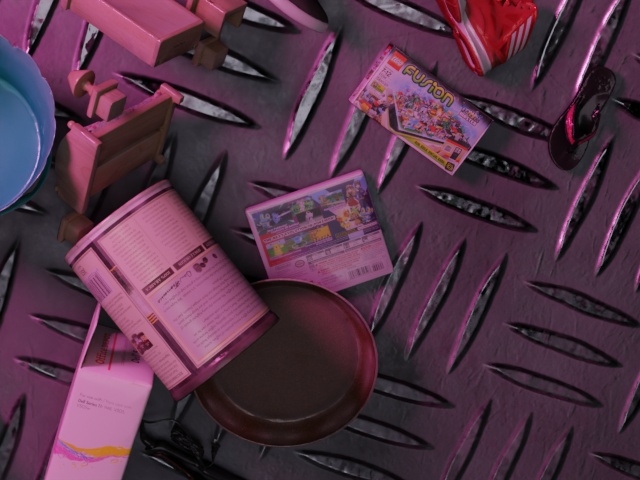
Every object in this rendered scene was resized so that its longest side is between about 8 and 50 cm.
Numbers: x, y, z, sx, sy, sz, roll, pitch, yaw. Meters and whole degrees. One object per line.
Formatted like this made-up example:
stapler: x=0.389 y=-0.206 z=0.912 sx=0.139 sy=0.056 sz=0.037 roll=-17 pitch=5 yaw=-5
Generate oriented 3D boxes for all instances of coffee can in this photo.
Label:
coffee can: x=-0.224 y=0.075 z=1.844 sx=0.201 sy=0.201 sz=0.275 roll=-38 pitch=91 yaw=5

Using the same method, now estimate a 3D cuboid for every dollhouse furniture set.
dollhouse furniture set: x=-0.303 y=-0.219 z=1.831 sx=0.174 sy=0.303 sz=0.355 roll=36 pitch=131 yaw=14

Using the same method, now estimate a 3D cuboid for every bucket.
bucket: x=-0.513 y=-0.156 z=1.741 sx=0.281 sy=0.183 sz=0.281 roll=1 pitch=85 yaw=-15

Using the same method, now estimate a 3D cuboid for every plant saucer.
plant saucer: x=-0.060 y=0.197 z=2.006 sx=0.310 sy=0.050 sz=0.311 roll=0 pitch=111 yaw=0

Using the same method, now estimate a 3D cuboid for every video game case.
video game case: x=0.000 y=0.000 z=1.984 sx=0.201 sy=0.023 sz=0.183 roll=-19 pitch=109 yaw=-1

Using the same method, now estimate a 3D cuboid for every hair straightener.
hair straightener: x=-0.209 y=0.361 z=2.060 sx=0.230 sy=0.047 sz=0.089 roll=39 pitch=98 yaw=-12

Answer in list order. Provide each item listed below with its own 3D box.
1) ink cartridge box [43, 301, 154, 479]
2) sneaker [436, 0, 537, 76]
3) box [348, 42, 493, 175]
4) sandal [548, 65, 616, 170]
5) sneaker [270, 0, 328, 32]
ink cartridge box: x=-0.343 y=0.270 z=1.920 sx=0.119 sy=0.207 sz=0.353 roll=16 pitch=104 yaw=-10
sneaker: x=0.255 y=-0.377 z=1.884 sx=0.128 sy=0.087 sz=0.221 roll=-29 pitch=121 yaw=-7
box: x=0.160 y=-0.208 z=1.935 sx=0.207 sy=0.036 sz=0.114 roll=34 pitch=99 yaw=-16
sandal: x=0.425 y=-0.197 z=1.972 sx=0.067 sy=0.040 sz=0.179 roll=21 pitch=103 yaw=-14
sneaker: x=-0.059 y=-0.449 z=1.794 sx=0.147 sy=0.104 sz=0.296 roll=-42 pitch=103 yaw=11
